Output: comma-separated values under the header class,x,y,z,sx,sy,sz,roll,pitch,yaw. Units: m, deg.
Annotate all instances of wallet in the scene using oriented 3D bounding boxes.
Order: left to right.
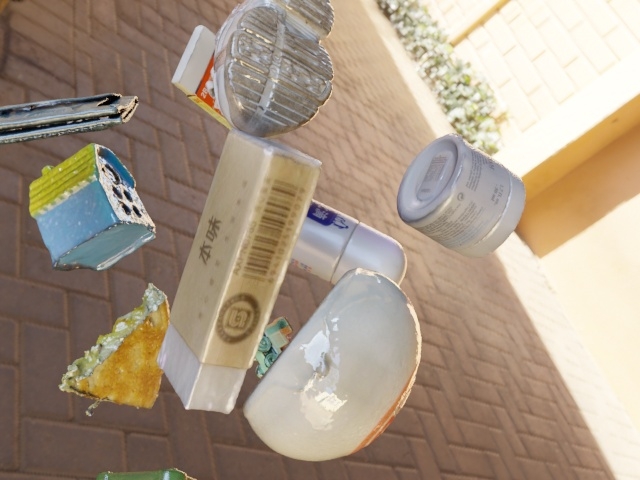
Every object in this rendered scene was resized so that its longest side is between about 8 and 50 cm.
class,x,y,z,sx,sy,sz,roll,pitch,yaw
wallet,-0.585,-0.272,1.520,0.237,0.342,0.075,-105,-174,-70

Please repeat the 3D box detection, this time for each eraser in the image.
class,x,y,z,sx,sy,sz,roll,pitch,yaw
eraser,-0.242,-0.383,1.686,0.230,0.038,0.157,35,71,-46
eraser,-0.114,0.037,0.900,0.078,0.343,0.144,14,9,-33

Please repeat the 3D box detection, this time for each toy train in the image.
class,x,y,z,sx,sy,sz,roll,pitch,yaw
toy train,-0.091,0.270,1.595,0.118,0.074,0.176,-25,71,-36

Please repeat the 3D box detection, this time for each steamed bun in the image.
class,x,y,z,sx,sy,sz,roll,pitch,yaw
steamed bun,0.035,0.184,0.970,0.177,0.283,0.283,38,28,3

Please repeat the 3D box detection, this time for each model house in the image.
class,x,y,z,sx,sy,sz,roll,pitch,yaw
model house,-0.618,-0.092,1.839,0.303,0.237,0.215,62,13,9

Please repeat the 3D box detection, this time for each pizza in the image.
class,x,y,z,sx,sy,sz,roll,pitch,yaw
pizza,-0.403,0.228,1.370,0.075,0.280,0.287,17,10,25

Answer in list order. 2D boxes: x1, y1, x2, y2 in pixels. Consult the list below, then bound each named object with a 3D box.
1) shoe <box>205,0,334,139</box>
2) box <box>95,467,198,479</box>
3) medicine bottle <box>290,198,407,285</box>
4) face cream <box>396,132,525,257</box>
class,x,y,z,sx,sy,sz,roll,pitch,yaw
shoe,-0.091,-0.267,1.105,0.172,0.198,0.351,33,47,-21
box,-0.328,0.593,1.462,0.329,0.252,0.178,56,30,-50
medicine bottle,0.000,0.000,1.317,0.341,0.130,0.130,27,28,6
face cream,0.242,-0.077,1.221,0.153,0.177,0.177,28,35,-26
